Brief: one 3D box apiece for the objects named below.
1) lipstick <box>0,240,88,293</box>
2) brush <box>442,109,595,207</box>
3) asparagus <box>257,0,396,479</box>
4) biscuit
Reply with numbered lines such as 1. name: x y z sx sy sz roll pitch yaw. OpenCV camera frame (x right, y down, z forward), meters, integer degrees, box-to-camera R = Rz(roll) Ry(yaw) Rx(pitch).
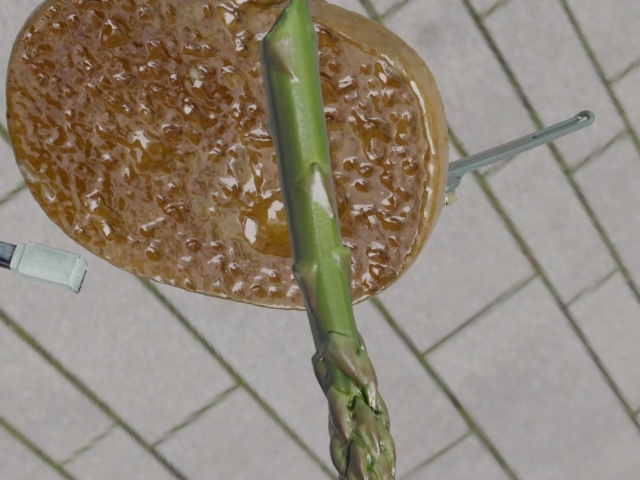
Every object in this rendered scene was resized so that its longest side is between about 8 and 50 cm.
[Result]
1. lipstick: -0.223 0.012 1.109 0.107 0.025 0.025 14 162 10
2. brush: 0.175 -0.079 1.472 0.266 0.062 0.027 -22 116 -36
3. asparagus: 0.001 0.000 0.597 0.027 0.236 0.034 -4 156 -13
4. biscuit: -0.077 -0.097 1.201 0.367 0.063 0.314 13 121 16
